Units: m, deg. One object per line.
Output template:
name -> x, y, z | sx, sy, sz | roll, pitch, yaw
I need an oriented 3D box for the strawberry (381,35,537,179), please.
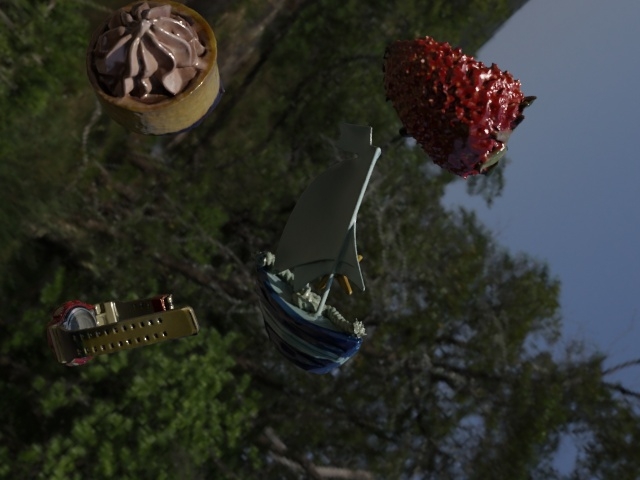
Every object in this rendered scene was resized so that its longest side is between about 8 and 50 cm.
strawberry -> 0.234, -0.247, 1.685 | 0.233, 0.306, 0.138 | -64, 180, 34

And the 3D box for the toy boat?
toy boat -> 0.000, 0.000, 1.041 | 0.067, 0.220, 0.291 | 0, 113, -39

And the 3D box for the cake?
cake -> -0.236, -0.271, 1.257 | 0.208, 0.185, 0.178 | -48, 165, -29

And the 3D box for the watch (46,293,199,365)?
watch -> -0.289, 0.127, 1.350 | 0.268, 0.102, 0.165 | -12, -171, 15
